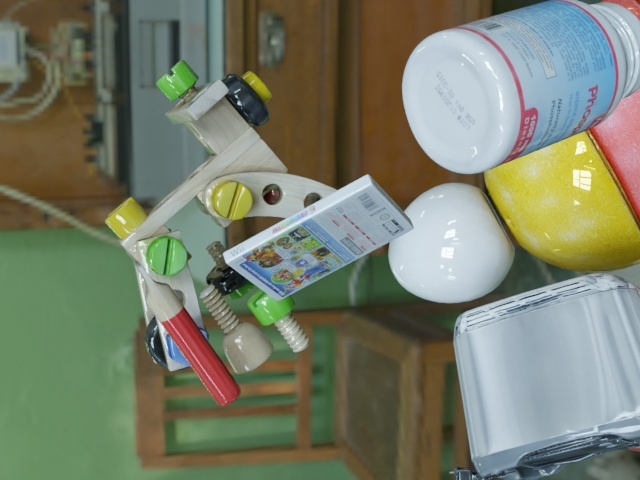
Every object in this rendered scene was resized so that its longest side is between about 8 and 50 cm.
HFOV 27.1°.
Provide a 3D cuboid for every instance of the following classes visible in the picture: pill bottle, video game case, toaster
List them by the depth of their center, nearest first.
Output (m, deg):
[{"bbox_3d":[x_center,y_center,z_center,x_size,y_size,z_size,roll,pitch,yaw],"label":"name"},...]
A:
[{"bbox_3d":[0.133,-0.102,0.826,0.087,0.160,0.087,25,125,41],"label":"pill bottle"},{"bbox_3d":[0.000,0.000,0.977,0.087,0.122,0.011,41,-156,-58],"label":"video game case"},{"bbox_3d":[0.209,0.122,1.155,0.227,0.129,0.147,-19,69,25],"label":"toaster"}]

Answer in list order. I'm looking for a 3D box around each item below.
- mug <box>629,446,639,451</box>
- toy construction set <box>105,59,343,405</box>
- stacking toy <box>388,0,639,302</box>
[{"bbox_3d":[0.368,0.179,1.611,0.113,0.169,0.150,6,84,31],"label":"mug"},{"bbox_3d":[-0.111,-0.022,1.195,0.237,0.257,0.309,56,-165,-16],"label":"toy construction set"},{"bbox_3d":[0.280,-0.085,1.281,0.351,0.479,0.351,57,-169,-18],"label":"stacking toy"}]
